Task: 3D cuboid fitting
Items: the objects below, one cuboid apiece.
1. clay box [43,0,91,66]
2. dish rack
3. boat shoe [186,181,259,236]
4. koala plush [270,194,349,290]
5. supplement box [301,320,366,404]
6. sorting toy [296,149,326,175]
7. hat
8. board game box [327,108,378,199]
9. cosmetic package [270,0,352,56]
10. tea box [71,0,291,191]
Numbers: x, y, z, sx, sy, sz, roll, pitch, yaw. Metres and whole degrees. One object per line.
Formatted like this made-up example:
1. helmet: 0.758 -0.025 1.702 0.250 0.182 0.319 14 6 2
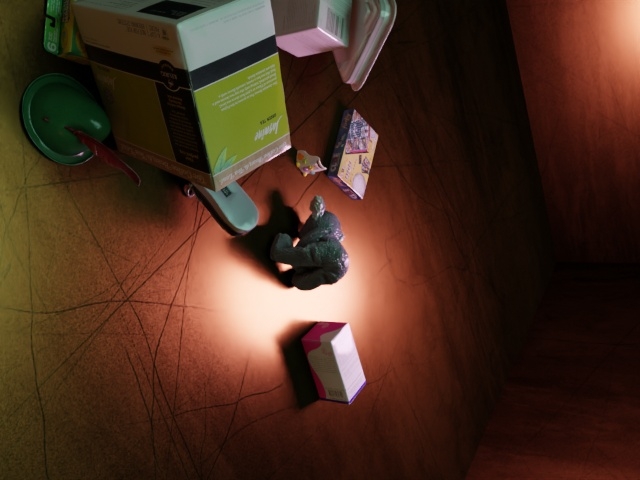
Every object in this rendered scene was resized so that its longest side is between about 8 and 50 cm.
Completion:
1. clay box: -0.448 -0.417 1.344 0.222 0.053 0.127 7 85 -55
2. dish rack: 0.097 -0.626 1.887 0.072 0.285 0.332 8 45 -24
3. boat shoe: -0.264 -0.144 1.555 0.306 0.105 0.113 51 58 -9
4. koala plush: 0.000 0.000 1.871 0.196 0.203 0.221 56 35 -38
5. supplement box: 0.041 0.362 1.970 0.114 0.111 0.220 -42 123 -47
6. sorting toy: -0.023 -0.221 1.916 0.083 0.075 0.044 52 50 -40
7. hat: -0.428 -0.230 1.257 0.208 0.184 0.173 54 48 -39
8. board game box: 0.107 -0.276 2.127 0.165 0.042 0.243 38 60 -48
9. cosmetic package: -0.031 -0.613 1.816 0.151 0.184 0.151 13 81 -54
10. tea box: -0.263 -0.315 1.285 0.220 0.329 0.323 -36 135 -36
